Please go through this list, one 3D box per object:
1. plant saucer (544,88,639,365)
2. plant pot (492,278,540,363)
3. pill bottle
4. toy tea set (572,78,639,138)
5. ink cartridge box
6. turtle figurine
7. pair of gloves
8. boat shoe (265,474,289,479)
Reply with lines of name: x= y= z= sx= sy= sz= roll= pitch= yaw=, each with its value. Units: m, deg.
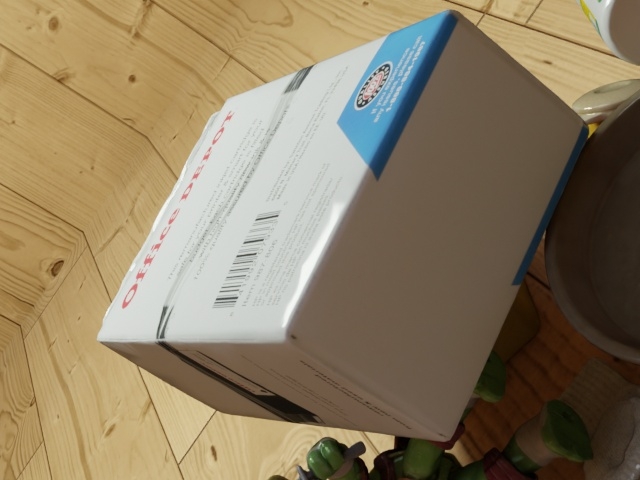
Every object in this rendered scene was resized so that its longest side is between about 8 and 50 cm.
plant saucer: x=0.289 y=-0.024 z=0.903 sx=0.277 sy=0.041 sz=0.278 roll=-26 pitch=42 yaw=26
plant pot: x=0.096 y=0.050 z=1.293 sx=0.212 sy=0.187 sz=0.212 roll=-46 pitch=26 yaw=22
pill bottle: x=0.324 y=-0.276 z=1.341 sx=0.117 sy=0.117 sz=0.208 roll=-48 pitch=26 yaw=21
toy tea set: x=0.258 y=-0.066 z=1.228 sx=0.200 sy=0.124 sz=0.336 roll=-16 pitch=13 yaw=7
ink cartridge box: x=0.000 y=0.000 z=1.093 sx=0.395 sy=0.166 sz=0.286 roll=-7 pitch=52 yaw=61
turtle figurine: x=0.085 y=0.233 z=1.069 sx=0.198 sy=0.274 sz=0.266 roll=52 pitch=119 yaw=26
pair of gloves: x=0.288 y=0.105 z=1.039 sx=0.240 sy=0.042 sz=0.204 roll=-53 pitch=24 yaw=13
boat shoe: x=-0.069 y=0.359 z=1.366 sx=0.073 sy=0.080 sz=0.224 roll=-31 pitch=39 yaw=37
